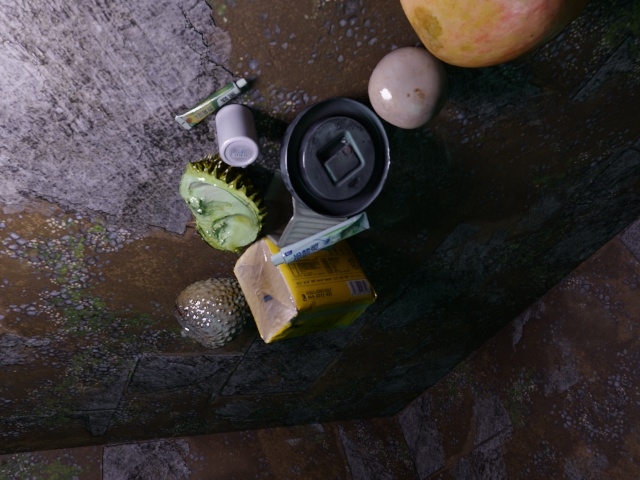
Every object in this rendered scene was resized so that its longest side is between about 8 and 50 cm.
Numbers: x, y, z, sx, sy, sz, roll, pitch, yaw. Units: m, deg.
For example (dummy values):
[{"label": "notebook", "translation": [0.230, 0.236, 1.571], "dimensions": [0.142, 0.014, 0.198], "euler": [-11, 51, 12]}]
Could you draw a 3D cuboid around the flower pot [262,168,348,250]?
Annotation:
[{"label": "flower pot", "translation": [-0.049, -0.090, 1.435], "dimensions": [0.189, 0.239, 0.209], "euler": [6, 164, -30]}]

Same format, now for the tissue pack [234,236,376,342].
[{"label": "tissue pack", "translation": [-0.047, 0.146, 1.584], "dimensions": [0.382, 0.293, 0.228], "euler": [0, 145, -47]}]

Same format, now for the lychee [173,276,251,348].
[{"label": "lychee", "translation": [-0.376, 0.245, 1.696], "dimensions": [0.274, 0.255, 0.255], "euler": [-46, 146, -18]}]

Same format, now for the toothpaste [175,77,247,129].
[{"label": "toothpaste", "translation": [-0.265, -0.339, 1.184], "dimensions": [0.204, 0.031, 0.049], "euler": [-28, 141, 15]}]

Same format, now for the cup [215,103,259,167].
[{"label": "cup", "translation": [-0.201, -0.258, 1.228], "dimensions": [0.099, 0.133, 0.136], "euler": [-30, 141, 18]}]

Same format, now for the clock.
[{"label": "clock", "translation": [0.042, -0.220, 1.296], "dimensions": [0.318, 0.066, 0.319], "euler": [-5, 102, -26]}]

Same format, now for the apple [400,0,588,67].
[{"label": "apple", "translation": [0.341, -0.526, 0.967], "dimensions": [0.363, 0.364, 0.364], "euler": [-12, 142, -10]}]

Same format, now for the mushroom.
[{"label": "mushroom", "translation": [0.222, -0.387, 1.241], "dimensions": [0.204, 0.204, 0.204], "euler": [-12, 142, -10]}]

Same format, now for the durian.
[{"label": "durian", "translation": [-0.261, -0.080, 1.360], "dimensions": [0.198, 0.163, 0.394], "euler": [-30, 149, -22]}]

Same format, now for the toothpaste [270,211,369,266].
[{"label": "toothpaste", "translation": [0.000, 0.000, 1.364], "dimensions": [0.296, 0.048, 0.075], "euler": [-24, 140, -4]}]

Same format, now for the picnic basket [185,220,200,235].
[{"label": "picnic basket", "translation": [-0.367, -0.047, 1.462], "dimensions": [0.083, 0.072, 0.072], "euler": [11, 134, -46]}]
